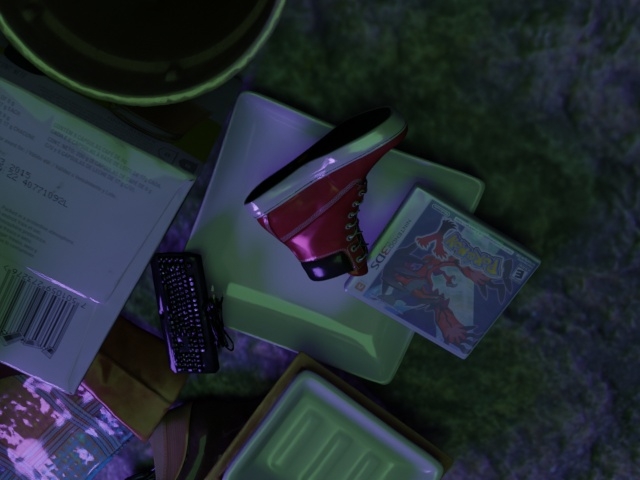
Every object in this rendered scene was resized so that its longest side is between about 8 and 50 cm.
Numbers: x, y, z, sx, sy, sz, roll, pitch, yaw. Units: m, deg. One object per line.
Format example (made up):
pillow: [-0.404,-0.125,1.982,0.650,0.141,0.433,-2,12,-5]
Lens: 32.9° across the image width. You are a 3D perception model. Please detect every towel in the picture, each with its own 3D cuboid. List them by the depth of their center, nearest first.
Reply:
towel: [-0.477,0.311,1.681,0.271,0.040,0.370,40,111,-14]

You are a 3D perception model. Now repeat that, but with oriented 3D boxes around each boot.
boot: [0.046,-0.050,1.395,0.244,0.088,0.176,-33,108,26]
boot: [-0.360,0.202,1.574,0.280,0.096,0.264,39,82,-16]
boot: [-0.140,0.358,1.626,0.206,0.090,0.249,-9,96,4]

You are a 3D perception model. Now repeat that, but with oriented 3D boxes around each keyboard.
keyboard: [-0.180,0.107,1.513,0.100,0.038,0.192,-4,115,7]

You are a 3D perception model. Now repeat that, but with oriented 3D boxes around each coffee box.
coffee box: [-0.338,-0.090,1.320,0.337,0.334,0.338,28,117,-8]

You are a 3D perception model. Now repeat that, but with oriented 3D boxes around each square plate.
square plate: [0.000,0.000,1.494,0.347,0.049,0.344,21,115,-5]

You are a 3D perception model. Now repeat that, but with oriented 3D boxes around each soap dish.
soap dish: [0.010,0.323,1.566,0.290,0.118,0.229,37,90,-15]

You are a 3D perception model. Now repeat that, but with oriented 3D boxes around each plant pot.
plant pot: [-0.180,-0.354,1.205,0.333,0.305,0.334,2,115,3]

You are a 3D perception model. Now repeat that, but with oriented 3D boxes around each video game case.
video game case: [0.163,0.044,1.462,0.201,0.023,0.183,30,113,-10]

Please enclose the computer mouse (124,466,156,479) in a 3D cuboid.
computer mouse: [-0.242,0.445,1.713,0.106,0.042,0.193,-24,110,5]
